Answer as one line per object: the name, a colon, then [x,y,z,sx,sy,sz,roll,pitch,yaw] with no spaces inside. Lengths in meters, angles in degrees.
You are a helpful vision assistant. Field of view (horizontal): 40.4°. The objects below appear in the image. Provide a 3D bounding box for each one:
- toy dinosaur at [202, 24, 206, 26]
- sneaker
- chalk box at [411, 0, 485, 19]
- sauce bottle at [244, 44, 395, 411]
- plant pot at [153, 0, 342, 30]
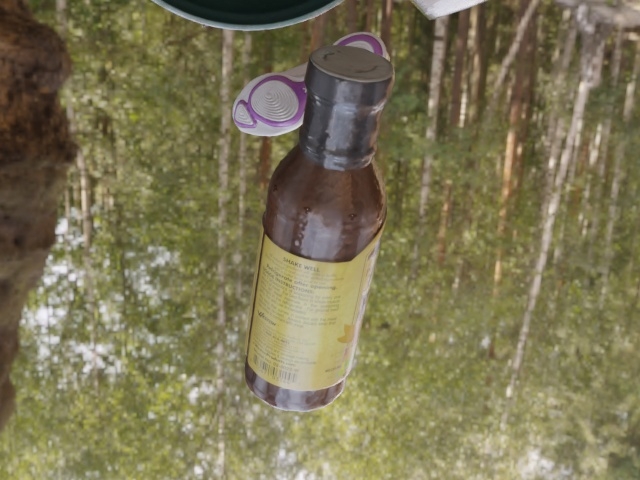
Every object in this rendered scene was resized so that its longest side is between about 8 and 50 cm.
toy dinosaur: [-0.208,-0.402,1.458,0.090,0.047,0.082,18,159,42]
sneaker: [-0.010,-0.264,1.569,0.305,0.114,0.152,-22,175,14]
chalk box: [0.136,-0.335,0.912,0.132,0.132,0.213,-15,176,18]
sauce bottle: [0.000,0.000,0.777,0.111,0.344,0.111,7,-144,-5]
plant pot: [-0.069,-0.354,0.789,0.293,0.293,0.196,1,-157,-6]
